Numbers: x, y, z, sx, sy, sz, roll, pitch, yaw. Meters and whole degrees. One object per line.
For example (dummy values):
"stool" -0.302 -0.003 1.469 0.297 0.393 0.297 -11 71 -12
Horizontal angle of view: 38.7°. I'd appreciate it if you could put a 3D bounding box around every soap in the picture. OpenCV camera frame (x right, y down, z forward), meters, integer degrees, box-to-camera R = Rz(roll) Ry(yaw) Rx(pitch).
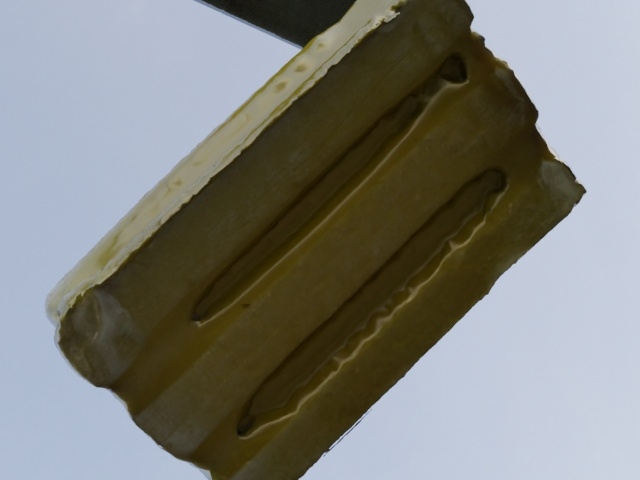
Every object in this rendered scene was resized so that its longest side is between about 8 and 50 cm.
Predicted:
"soap" 0.000 0.000 0.582 0.315 0.091 0.199 -44 -64 -4

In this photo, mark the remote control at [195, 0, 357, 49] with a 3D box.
"remote control" -0.082 -0.246 0.750 0.378 0.044 0.107 16 -78 -37
